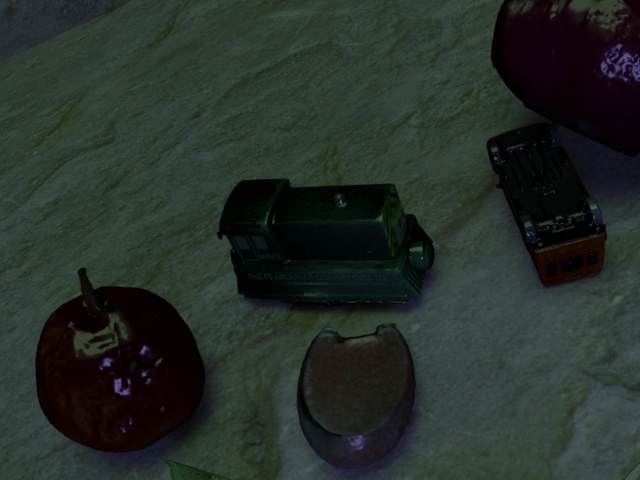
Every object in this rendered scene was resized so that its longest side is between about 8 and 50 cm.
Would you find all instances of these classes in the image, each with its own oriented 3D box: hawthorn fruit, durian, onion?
[{"bbox_3d":[-0.290,0.149,1.045,0.230,0.266,0.210,-12,24,6],"label":"hawthorn fruit"},{"bbox_3d":[-0.108,0.326,0.896,0.215,0.100,0.086,17,58,43],"label":"durian"},{"bbox_3d":[0.473,-0.347,1.094,0.398,0.420,0.398,15,29,-9],"label":"onion"}]

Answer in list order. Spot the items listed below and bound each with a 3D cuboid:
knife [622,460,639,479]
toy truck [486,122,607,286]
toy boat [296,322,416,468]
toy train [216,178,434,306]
[{"bbox_3d":[0.395,0.231,0.839,0.058,0.032,0.244,34,70,34],"label":"knife"},{"bbox_3d":[0.324,-0.060,1.102,0.107,0.114,0.253,-16,44,8],"label":"toy truck"},{"bbox_3d":[0.048,0.205,0.988,0.155,0.085,0.227,-3,33,8],"label":"toy boat"},{"bbox_3d":[0.000,0.000,1.132,0.330,0.178,0.138,-1,45,24],"label":"toy train"}]
